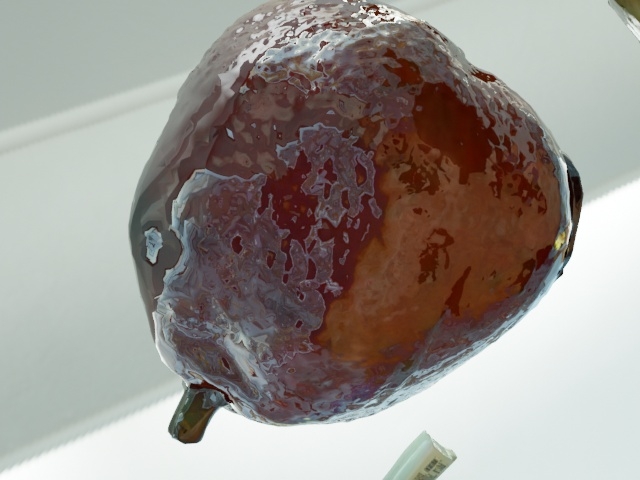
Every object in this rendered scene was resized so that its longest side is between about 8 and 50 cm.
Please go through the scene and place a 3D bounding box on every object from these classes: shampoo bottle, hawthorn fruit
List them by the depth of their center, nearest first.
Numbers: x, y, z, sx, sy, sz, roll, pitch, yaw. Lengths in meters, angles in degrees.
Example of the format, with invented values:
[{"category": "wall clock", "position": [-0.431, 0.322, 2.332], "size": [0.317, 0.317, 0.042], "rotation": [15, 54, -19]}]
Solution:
[{"category": "hawthorn fruit", "position": [0.000, 0.000, 0.981], "size": [0.265, 0.265, 0.307], "rotation": [36, -91, -41]}, {"category": "shampoo bottle", "position": [0.073, 0.251, 1.532], "size": [0.141, 0.034, 0.049], "rotation": [-47, -42, 7]}]

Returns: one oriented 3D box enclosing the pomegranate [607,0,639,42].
[{"category": "pomegranate", "position": [0.272, -0.206, 0.734], "size": [0.322, 0.322, 0.322], "rotation": [-14, -67, -36]}]
